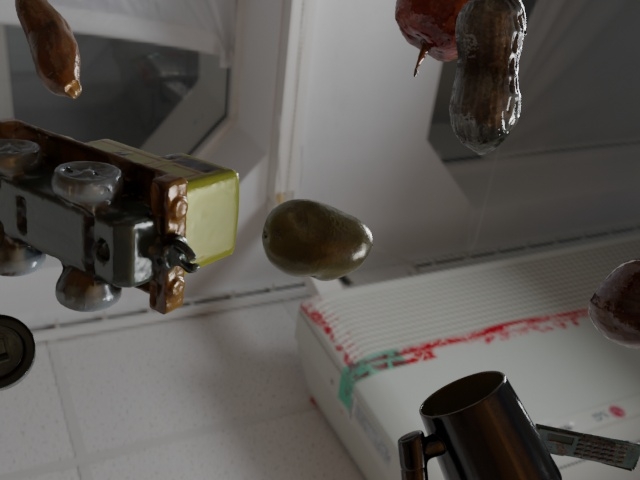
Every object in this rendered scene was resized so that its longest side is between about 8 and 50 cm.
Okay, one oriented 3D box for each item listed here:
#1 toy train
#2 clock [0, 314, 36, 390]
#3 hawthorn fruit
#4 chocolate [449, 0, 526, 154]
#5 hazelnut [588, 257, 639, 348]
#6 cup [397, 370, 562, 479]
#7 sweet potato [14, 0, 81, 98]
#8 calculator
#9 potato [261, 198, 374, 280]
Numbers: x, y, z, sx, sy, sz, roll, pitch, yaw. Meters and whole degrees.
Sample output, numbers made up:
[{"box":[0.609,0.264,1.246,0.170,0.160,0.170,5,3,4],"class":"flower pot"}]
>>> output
[{"box":[-0.146,-0.023,0.526,0.219,0.089,0.127,19,-155,31],"class":"toy train"},{"box":[-0.349,0.121,0.847,0.085,0.017,0.085,4,-114,-9],"class":"clock"},{"box":[0.230,-0.428,1.523,0.207,0.243,0.207,29,-179,0],"class":"hawthorn fruit"},{"box":[0.249,-0.253,1.179,0.110,0.248,0.110,0,-173,0],"class":"chocolate"},{"box":[0.660,0.129,1.588,0.212,0.181,0.181,-42,-127,-6],"class":"hazelnut"},{"box":[0.227,0.317,1.147,0.166,0.177,0.239,-21,-174,40],"class":"cup"},{"box":[-0.309,-0.237,0.882,0.056,0.056,0.195,-17,-108,-35],"class":"sweet potato"},{"box":[0.434,0.340,1.290,0.172,0.057,0.018,11,-153,9],"class":"calculator"},{"box":[0.000,0.000,1.721,0.251,0.174,0.159,9,175,-15],"class":"potato"}]
